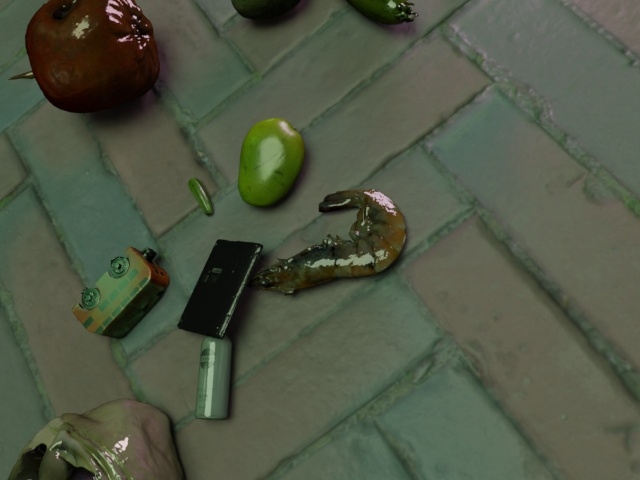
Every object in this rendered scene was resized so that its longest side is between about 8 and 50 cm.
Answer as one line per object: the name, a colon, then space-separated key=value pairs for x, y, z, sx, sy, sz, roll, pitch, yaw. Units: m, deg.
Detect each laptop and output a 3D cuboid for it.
laptop: x=-0.177 y=0.081 z=1.168 sx=0.129 sy=0.016 sz=0.180 roll=4 pitch=65 yaw=44

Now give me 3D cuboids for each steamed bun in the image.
steamed bun: x=-0.379 y=0.412 z=1.067 sx=0.275 sy=0.206 sz=0.319 roll=9 pitch=80 yaw=21

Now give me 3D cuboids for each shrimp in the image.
shrimp: x=0.000 y=0.000 z=1.148 sx=0.296 sy=0.058 sz=0.169 roll=-14 pitch=60 yaw=13

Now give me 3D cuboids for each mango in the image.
mango: x=-0.087 y=-0.140 z=1.208 sx=0.117 sy=0.089 sz=0.163 roll=5 pitch=87 yaw=14

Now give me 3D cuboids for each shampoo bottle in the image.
shampoo bottle: x=-0.179 y=0.205 z=1.141 sx=0.056 sy=0.056 sz=0.195 roll=-5 pitch=71 yaw=19

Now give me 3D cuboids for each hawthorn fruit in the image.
hawthorn fruit: x=-0.451 y=-0.377 z=1.334 sx=0.262 sy=0.258 sz=0.258 roll=-27 pitch=62 yaw=41

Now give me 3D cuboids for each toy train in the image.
toy train: x=-0.366 y=0.097 z=1.235 sx=0.188 sy=0.072 sz=0.099 roll=-47 pitch=63 yaw=1

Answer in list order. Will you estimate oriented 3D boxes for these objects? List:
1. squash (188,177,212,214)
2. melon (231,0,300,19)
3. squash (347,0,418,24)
squash: x=-0.227 y=-0.085 z=1.270 sx=0.027 sy=0.027 sz=0.089 roll=-37 pitch=66 yaw=6
melon: x=-0.097 y=-0.497 z=1.308 sx=0.168 sy=0.114 sz=0.114 roll=-19 pitch=67 yaw=14
squash: x=0.076 y=-0.484 z=1.260 sx=0.080 sy=0.071 sz=0.318 roll=-43 pitch=62 yaw=13
